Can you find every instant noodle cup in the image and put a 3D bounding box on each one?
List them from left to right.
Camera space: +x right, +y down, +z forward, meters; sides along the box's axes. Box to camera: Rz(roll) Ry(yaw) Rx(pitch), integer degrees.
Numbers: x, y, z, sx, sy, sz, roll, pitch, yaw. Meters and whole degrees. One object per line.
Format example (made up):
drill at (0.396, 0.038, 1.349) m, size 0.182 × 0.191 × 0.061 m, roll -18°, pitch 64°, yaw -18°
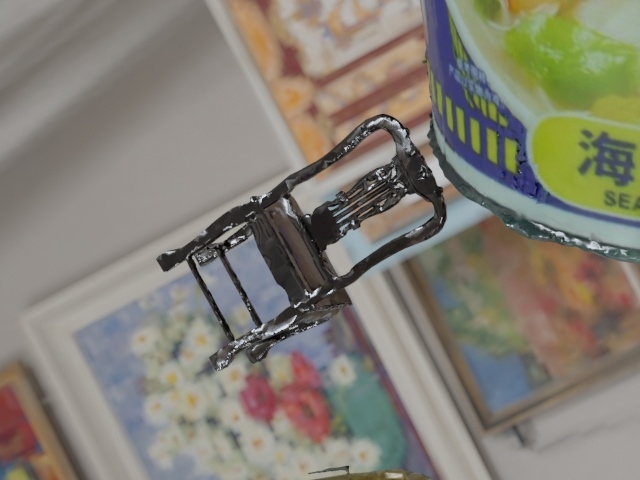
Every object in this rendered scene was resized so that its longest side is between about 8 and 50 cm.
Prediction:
instant noodle cup at (0.137, -0.171, 0.589) m, size 0.284 × 0.284 × 0.312 m, roll -104°, pitch 12°, yaw -57°

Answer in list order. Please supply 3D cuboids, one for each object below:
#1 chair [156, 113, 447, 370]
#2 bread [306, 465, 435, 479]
chair at (0.000, 0.000, 1.324) m, size 0.106 × 0.229 × 0.113 m, roll 61°, pitch -163°, yaw 7°
bread at (0.016, 0.236, 1.102) m, size 0.210 × 0.192 × 0.110 m, roll -141°, pitch 42°, yaw -69°
